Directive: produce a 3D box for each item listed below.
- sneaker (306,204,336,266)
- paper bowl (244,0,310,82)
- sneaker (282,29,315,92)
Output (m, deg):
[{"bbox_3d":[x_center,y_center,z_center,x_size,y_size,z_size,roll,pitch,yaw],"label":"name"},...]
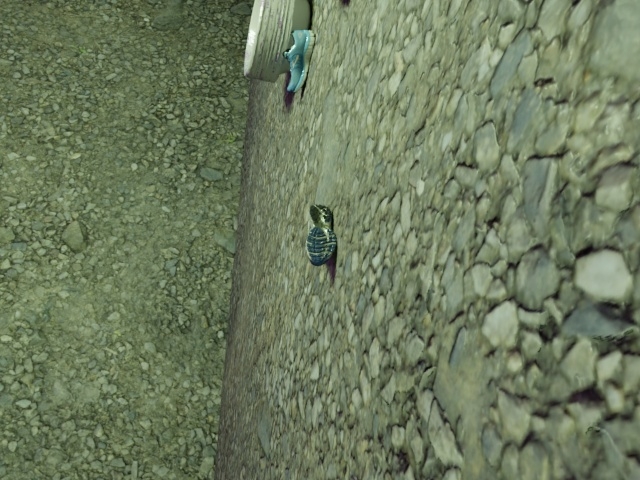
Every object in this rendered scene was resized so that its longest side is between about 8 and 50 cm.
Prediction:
[{"bbox_3d":[0.000,0.000,0.980,0.135,0.052,0.058,-86,3,-45],"label":"sneaker"},{"bbox_3d":[-0.119,-0.588,1.561,0.284,0.148,0.284,-172,90,-77],"label":"paper bowl"},{"bbox_3d":[-0.067,-0.463,1.433,0.063,0.073,0.162,-113,34,-64],"label":"sneaker"}]
